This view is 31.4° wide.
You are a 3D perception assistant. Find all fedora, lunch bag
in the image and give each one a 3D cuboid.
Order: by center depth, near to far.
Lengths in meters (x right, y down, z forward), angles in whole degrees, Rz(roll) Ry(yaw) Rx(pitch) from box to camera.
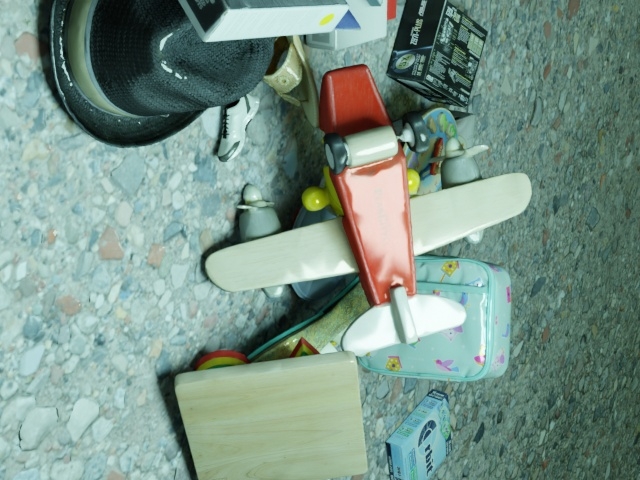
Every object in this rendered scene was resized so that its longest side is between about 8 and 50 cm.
[{"bbox_3d":[-0.166,-0.253,1.396,0.334,0.153,0.333,-27,124,-49],"label":"fedora"},{"bbox_3d":[0.188,0.126,1.973,0.108,0.279,0.223,2,90,-57],"label":"lunch bag"}]

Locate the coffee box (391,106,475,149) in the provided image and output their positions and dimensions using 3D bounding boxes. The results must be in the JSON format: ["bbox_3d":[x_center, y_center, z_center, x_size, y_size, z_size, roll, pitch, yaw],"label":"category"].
[{"bbox_3d":[0.165,-0.139,1.986,0.246,0.098,0.141,-23,121,-50],"label":"coffee box"}]

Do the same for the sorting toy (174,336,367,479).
[{"bbox_3d":[-0.069,0.252,1.700,0.089,0.257,0.255,-99,-179,-49],"label":"sorting toy"}]

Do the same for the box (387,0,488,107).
[{"bbox_3d":[0.206,-0.328,1.990,0.180,0.078,0.147,15,91,-57],"label":"box"}]

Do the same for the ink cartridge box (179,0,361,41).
[{"bbox_3d":[-0.096,-0.382,1.361,0.307,0.072,0.303,-19,73,-50],"label":"ink cartridge box"}]

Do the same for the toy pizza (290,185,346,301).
[{"bbox_3d":[0.000,0.000,1.861,0.201,0.032,0.201,-29,127,-49],"label":"toy pizza"}]

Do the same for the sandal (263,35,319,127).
[{"bbox_3d":[-0.060,-0.263,1.642,0.079,0.088,0.240,-19,126,-14],"label":"sandal"}]

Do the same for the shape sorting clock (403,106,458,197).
[{"bbox_3d":[0.181,-0.119,1.889,0.206,0.040,0.206,-26,123,-49],"label":"shape sorting clock"}]

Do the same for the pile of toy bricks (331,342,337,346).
[{"bbox_3d":[0.017,0.258,1.924,0.118,0.105,0.212,-31,127,-47],"label":"pile of toy bricks"}]

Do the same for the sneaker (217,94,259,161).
[{"bbox_3d":[-0.126,-0.163,1.608,0.044,0.040,0.109,29,74,-40],"label":"sneaker"}]

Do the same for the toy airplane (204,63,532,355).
[{"bbox_3d":[0.075,-0.026,1.691,0.386,0.272,0.384,29,99,-23],"label":"toy airplane"}]

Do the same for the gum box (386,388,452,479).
[{"bbox_3d":[0.204,0.420,2.331,0.184,0.041,0.156,-40,134,-42],"label":"gum box"}]

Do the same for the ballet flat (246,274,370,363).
[{"bbox_3d":[0.018,0.156,1.837,0.349,0.123,0.123,-35,130,-40],"label":"ballet flat"}]

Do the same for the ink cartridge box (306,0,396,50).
[{"bbox_3d":[0.075,-0.462,1.752,0.261,0.066,0.296,-27,125,-48],"label":"ink cartridge box"}]
